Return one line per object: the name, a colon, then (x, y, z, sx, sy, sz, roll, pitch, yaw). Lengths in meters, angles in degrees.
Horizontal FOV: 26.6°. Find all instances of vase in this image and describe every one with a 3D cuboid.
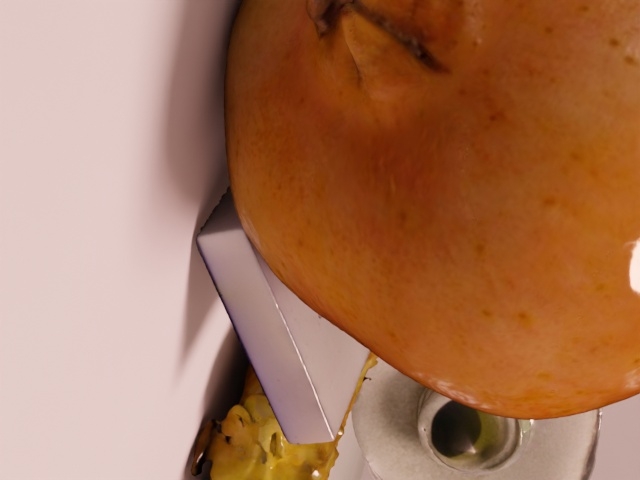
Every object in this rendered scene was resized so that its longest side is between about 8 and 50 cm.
vase: (0.139, 0.072, 1.177, 0.445, 0.250, 0.249, -64, 170, -72)

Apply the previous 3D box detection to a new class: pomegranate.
pomegranate: (0.064, -0.043, 0.456, 0.209, 0.209, 0.209, 17, 90, -84)

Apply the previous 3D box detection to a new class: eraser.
eraser: (0.000, 0.000, 0.571, 0.103, 0.023, 0.150, 67, 27, -26)

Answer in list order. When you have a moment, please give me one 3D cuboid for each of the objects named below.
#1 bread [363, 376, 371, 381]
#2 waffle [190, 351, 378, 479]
bread: (0.011, 0.073, 0.962, 0.106, 0.053, 0.072, 104, -17, -45)
waffle: (-0.014, 0.105, 0.761, 0.302, 0.068, 0.324, 12, 93, -84)
